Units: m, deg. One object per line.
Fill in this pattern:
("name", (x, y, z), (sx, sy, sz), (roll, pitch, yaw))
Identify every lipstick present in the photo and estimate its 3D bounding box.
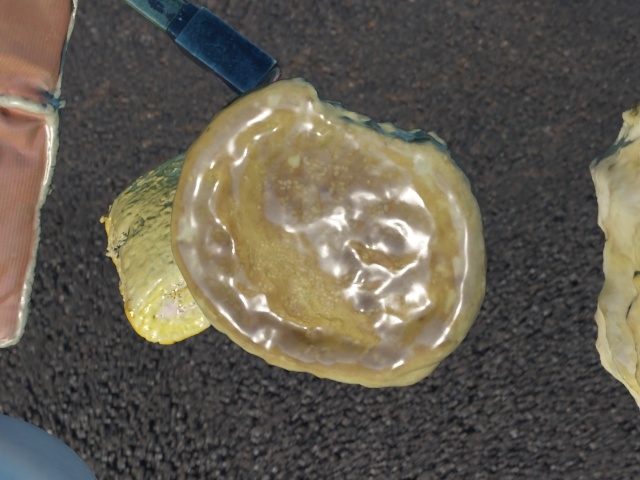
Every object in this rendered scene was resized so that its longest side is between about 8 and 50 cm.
("lipstick", (-0.178, -0.254, 1.129), (0.312, 0.051, 0.051), (37, 89, 9))

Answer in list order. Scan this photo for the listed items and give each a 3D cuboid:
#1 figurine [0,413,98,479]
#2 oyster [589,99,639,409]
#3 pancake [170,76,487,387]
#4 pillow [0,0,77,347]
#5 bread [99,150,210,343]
("figurine", (-0.290, 0.203, 0.781), (0.253, 0.361, 0.211), (9, 55, 36))
("oyster", (0.151, 0.035, 0.362), (0.133, 0.072, 0.209), (3, 94, 24))
("pancake", (0.000, 0.001, 0.736), (0.236, 0.222, 0.042), (43, 23, 7))
("pillow", (-0.162, -0.064, 0.417), (0.126, 0.232, 0.043), (4, 24, -29))
("bread", (-0.265, 0.005, 1.885), (0.236, 0.165, 0.375), (-34, 34, 4))
